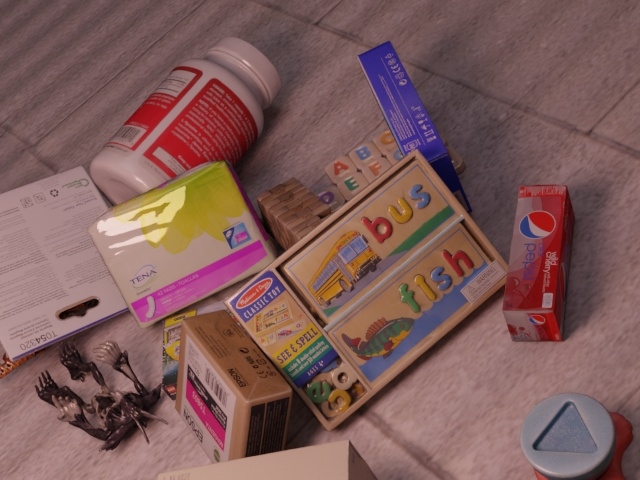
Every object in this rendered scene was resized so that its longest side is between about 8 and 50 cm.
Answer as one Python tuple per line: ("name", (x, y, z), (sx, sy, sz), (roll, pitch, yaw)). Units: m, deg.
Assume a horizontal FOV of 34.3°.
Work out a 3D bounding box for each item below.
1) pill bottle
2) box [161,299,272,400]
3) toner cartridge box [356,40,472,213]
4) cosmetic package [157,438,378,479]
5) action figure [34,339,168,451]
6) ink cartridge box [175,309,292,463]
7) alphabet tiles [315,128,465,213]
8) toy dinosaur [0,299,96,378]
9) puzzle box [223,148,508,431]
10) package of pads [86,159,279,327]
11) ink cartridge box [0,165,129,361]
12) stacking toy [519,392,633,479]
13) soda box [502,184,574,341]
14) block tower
("pill bottle", (-0.265, -0.224, 2.142), (0.229, 0.229, 0.407), (18, 61, 38))
("box", (-0.171, 0.180, 1.858), (0.233, 0.044, 0.159), (-19, 45, 11))
("toner cartridge box", (0.170, -0.202, 1.913), (0.075, 0.165, 0.348), (-24, 46, 5))
("cosmetic package", (-0.075, 0.401, 1.528), (0.309, 0.160, 0.113), (-14, 47, 18))
("action figure", (-0.395, 0.270, 1.827), (0.276, 0.141, 0.164), (14, 56, 40))
("ink cartridge box", (-0.145, 0.255, 1.661), (0.088, 0.193, 0.235), (-10, 34, -31))
("alphabet tiles", (0.128, -0.110, 1.986), (0.284, 0.021, 0.278), (-31, 44, -1))
("toy dinosaur", (-0.563, 0.127, 2.045), (0.218, 0.164, 0.322), (15, 36, 18))
("puzzle box", (0.082, 0.076, 1.686), (0.409, 0.272, 0.052), (-39, 2, -10))
("package of pads", (-0.258, 0.000, 1.935), (0.296, 0.229, 0.101), (-27, 6, 3))
("ink cartridge box", (-0.530, 0.045, 2.002), (0.324, 0.071, 0.330), (-24, 74, -33))
("stacking toy", (0.399, 0.331, 1.367), (0.279, 0.130, 0.309), (-11, 47, 19))
("soda box", (0.357, 0.034, 1.683), (0.083, 0.092, 0.263), (-2, 51, 23))
("block tower", (0.000, 0.000, 1.862), (0.091, 0.097, 0.335), (-29, 39, -18))
